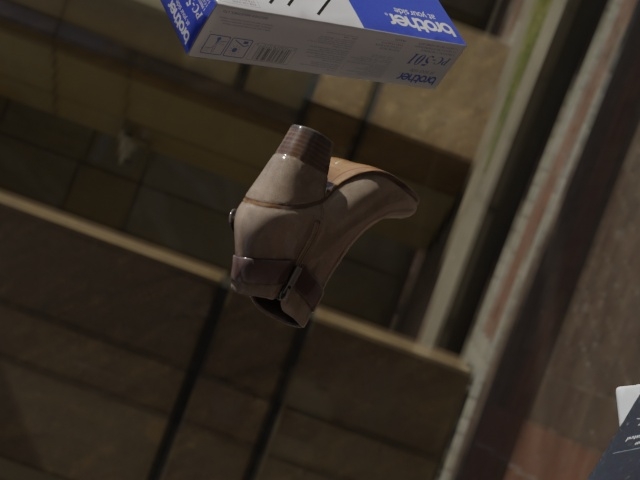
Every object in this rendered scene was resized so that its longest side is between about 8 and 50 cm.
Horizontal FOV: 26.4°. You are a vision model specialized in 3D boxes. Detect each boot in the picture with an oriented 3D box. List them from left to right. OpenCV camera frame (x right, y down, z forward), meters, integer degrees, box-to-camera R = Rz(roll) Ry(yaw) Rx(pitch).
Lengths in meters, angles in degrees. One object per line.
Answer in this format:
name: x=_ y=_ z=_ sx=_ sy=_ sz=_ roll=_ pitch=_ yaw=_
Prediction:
boot: x=0.000 y=0.000 z=0.656 sx=0.118 sy=0.042 sz=0.087 roll=27 pitch=-102 yaw=-48

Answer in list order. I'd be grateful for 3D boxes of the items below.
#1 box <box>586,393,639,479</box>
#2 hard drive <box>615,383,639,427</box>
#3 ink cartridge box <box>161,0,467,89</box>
box: x=0.255 y=0.127 z=0.745 sx=0.108 sy=0.153 sz=0.207 roll=-22 pitch=20 yaw=48
hard drive: x=0.305 y=0.282 z=1.112 sx=0.203 sy=0.040 sz=0.308 roll=21 pitch=-118 yaw=-56
ink cartridge box: x=-0.009 y=-0.158 z=0.901 sx=0.046 sy=0.207 sz=0.097 roll=-53 pitch=49 yaw=35
